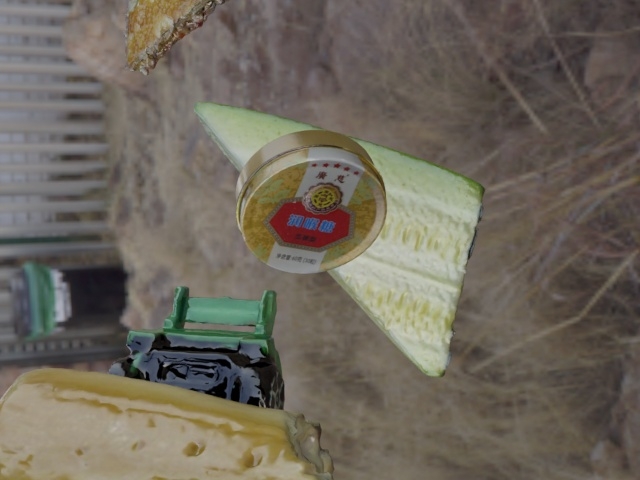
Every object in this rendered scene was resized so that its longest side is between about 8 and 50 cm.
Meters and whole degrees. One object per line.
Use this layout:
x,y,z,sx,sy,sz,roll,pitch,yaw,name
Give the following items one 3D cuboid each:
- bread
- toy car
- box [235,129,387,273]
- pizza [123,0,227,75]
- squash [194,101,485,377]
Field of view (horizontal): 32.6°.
-0.196,0.288,0.900,0.361,0.394,0.250,-69,-17,-61,bread
-0.147,0.242,1.399,0.176,0.214,0.358,-5,-84,-79,toy car
-0.007,-0.026,0.760,0.037,0.106,0.105,-107,26,-48,box
-0.171,-0.281,1.241,0.201,0.053,0.193,53,123,32,pizza
0.000,0.000,1.060,0.111,0.289,0.203,131,153,-86,squash
